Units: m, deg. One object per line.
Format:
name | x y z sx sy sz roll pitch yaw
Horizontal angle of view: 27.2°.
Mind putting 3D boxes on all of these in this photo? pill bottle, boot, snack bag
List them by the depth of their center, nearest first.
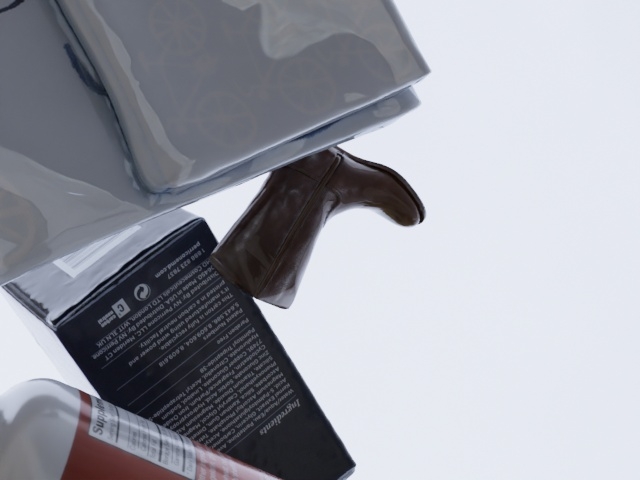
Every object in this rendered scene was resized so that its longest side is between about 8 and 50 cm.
pill bottle | -0.110 0.141 0.634 0.216 0.121 0.121 27 -102 -18
snack bag | -0.146 -0.156 0.672 0.342 0.037 0.323 -25 -92 -25
boot | 0.000 0.000 0.737 0.106 0.037 0.114 35 -119 -19

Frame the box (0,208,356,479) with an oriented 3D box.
box | -0.094 0.080 0.831 0.108 0.153 0.207 -38 -65 -16
